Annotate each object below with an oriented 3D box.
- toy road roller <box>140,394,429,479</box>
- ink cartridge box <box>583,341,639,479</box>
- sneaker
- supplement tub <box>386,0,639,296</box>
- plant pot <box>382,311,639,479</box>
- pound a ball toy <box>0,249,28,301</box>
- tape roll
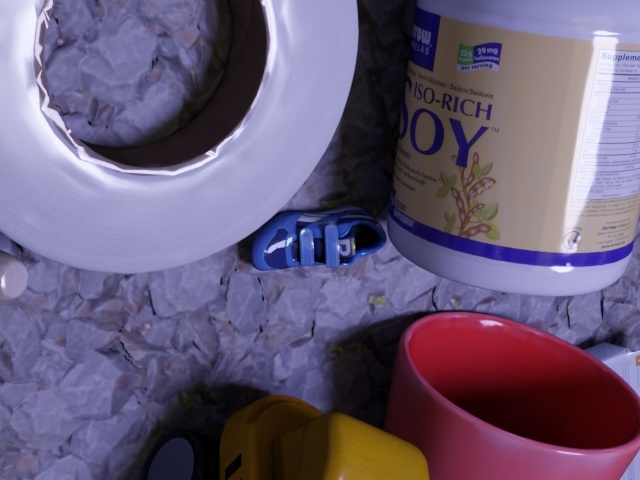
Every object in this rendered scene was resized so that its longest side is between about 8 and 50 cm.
[{"bbox_3d":[-0.022,0.298,1.031,0.240,0.329,0.202,-32,136,33],"label":"toy road roller"},{"bbox_3d":[0.333,0.242,1.400,0.224,0.045,0.223,-17,116,-16],"label":"ink cartridge box"},{"bbox_3d":[0.000,0.000,1.095,0.144,0.059,0.053,-16,119,-26],"label":"sneaker"},{"bbox_3d":[0.198,-0.137,1.055,0.241,0.241,0.331,-5,111,-32],"label":"supplement tub"},{"bbox_3d":[0.178,0.244,1.202,0.275,0.275,0.243,2,117,-34],"label":"plant pot"},{"bbox_3d":[-0.396,-0.004,0.812,0.319,0.136,0.208,55,51,-35],"label":"pound a ball toy"},{"bbox_3d":[-0.146,-0.163,0.927,0.392,0.072,0.392,-13,116,-29],"label":"tape roll"}]
